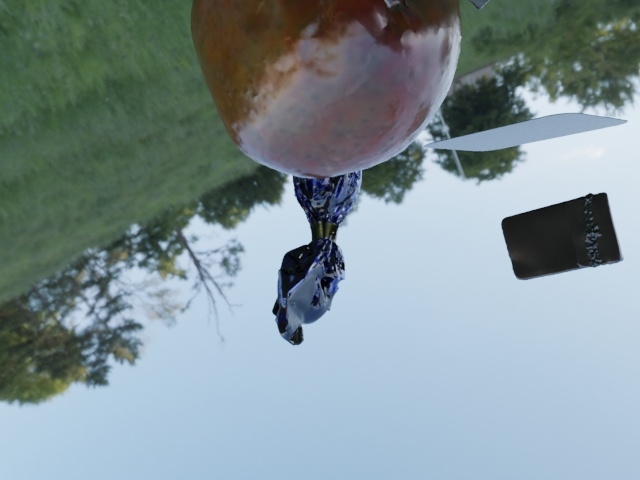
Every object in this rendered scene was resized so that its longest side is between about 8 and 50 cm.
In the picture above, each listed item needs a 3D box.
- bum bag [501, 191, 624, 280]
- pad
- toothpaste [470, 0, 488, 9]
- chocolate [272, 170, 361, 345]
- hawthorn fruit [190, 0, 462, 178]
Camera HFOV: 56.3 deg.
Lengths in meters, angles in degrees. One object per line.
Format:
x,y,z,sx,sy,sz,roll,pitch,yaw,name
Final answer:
0.358,-0.003,0.897,0.159,0.109,0.026,-16,180,29,bum bag
0.301,-0.160,0.904,0.176,0.002,0.266,-3,180,-36,pad
0.112,-0.393,0.745,0.075,0.048,0.301,-35,-112,-28,toothpaste
-0.003,0.004,0.981,0.126,0.148,0.344,2,-110,16,chocolate
0.022,-0.209,0.593,0.277,0.277,0.298,-38,-170,-24,hawthorn fruit
